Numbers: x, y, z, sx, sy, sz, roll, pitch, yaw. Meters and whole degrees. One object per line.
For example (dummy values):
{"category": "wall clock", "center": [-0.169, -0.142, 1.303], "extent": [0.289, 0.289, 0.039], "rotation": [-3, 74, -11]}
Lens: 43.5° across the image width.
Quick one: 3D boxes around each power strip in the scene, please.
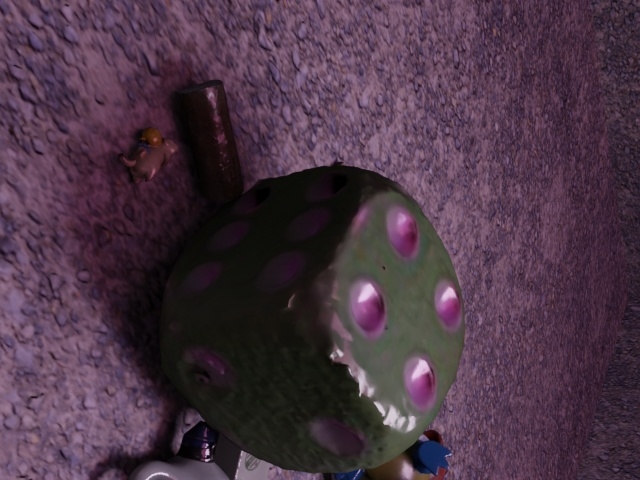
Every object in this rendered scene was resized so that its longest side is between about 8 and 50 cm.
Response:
{"category": "power strip", "center": [-0.131, 0.378, 1.273], "extent": [0.091, 0.062, 0.385], "rotation": [22, 79, -57]}

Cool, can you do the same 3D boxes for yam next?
{"category": "yam", "center": [-0.151, -0.141, 1.125], "extent": [0.068, 0.068, 0.169], "rotation": [-42, 133, -46]}

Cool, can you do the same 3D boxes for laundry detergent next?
{"category": "laundry detergent", "center": [-0.208, 0.390, 1.115], "extent": [0.215, 0.105, 0.280], "rotation": [24, 78, -55]}

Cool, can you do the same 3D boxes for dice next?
{"category": "dice", "center": [-0.011, 0.106, 1.117], "extent": [0.330, 0.318, 0.322], "rotation": [55, 43, -28]}

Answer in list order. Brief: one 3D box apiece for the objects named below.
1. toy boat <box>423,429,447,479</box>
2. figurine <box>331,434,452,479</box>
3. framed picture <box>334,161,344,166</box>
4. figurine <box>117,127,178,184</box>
{"category": "toy boat", "center": [0.177, 0.449, 1.769], "extent": [0.206, 0.096, 0.282], "rotation": [-40, 121, -28]}
{"category": "figurine", "center": [0.111, 0.453, 1.557], "extent": [0.298, 0.243, 0.416], "rotation": [-9, 105, -12]}
{"category": "framed picture", "center": [0.000, 0.000, 1.440], "extent": [0.250, 0.016, 0.184], "rotation": [-51, 137, -40]}
{"category": "figurine", "center": [-0.224, -0.115, 1.043], "extent": [0.050, 0.047, 0.083], "rotation": [60, 43, -30]}
